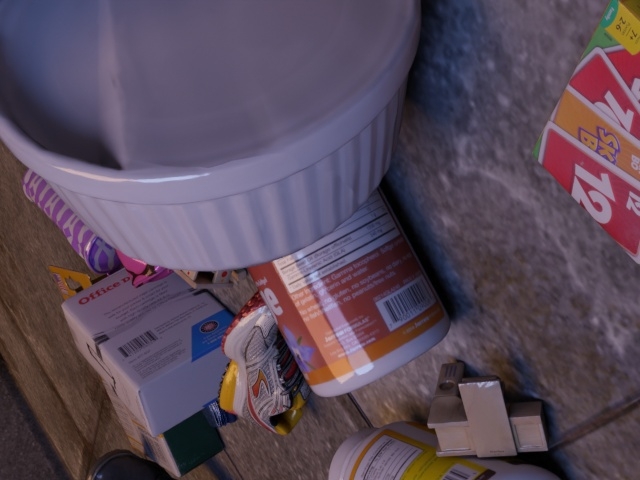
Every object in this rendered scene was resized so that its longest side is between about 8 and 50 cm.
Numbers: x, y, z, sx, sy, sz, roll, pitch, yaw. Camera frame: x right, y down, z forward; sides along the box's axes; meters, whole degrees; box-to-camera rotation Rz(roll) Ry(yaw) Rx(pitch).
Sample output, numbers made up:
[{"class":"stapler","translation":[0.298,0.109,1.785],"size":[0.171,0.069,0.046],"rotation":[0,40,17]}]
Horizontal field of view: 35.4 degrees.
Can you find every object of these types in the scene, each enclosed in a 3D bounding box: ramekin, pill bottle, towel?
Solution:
[{"class":"ramekin","translation":[-0.069,-0.101,0.650],"size":[0.273,0.273,0.127],"rotation":[44,160,33]},{"class":"pill bottle","translation":[0.000,0.000,0.769],"size":[0.216,0.121,0.121],"rotation":[62,154,0]},{"class":"pill bottle","translation":[0.095,0.214,0.806],"size":[0.215,0.117,0.117],"rotation":[7,121,60]},{"class":"towel","translation":[-0.158,0.196,1.353],"size":[0.119,0.029,0.067],"rotation":[64,155,-5]}]

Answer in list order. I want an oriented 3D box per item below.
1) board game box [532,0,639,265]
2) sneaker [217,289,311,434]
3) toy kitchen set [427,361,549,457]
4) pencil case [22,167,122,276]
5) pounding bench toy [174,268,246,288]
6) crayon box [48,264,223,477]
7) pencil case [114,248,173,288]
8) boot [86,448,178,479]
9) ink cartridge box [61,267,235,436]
[{"class":"board game box","translation":[0.216,0.004,0.483],"size":[0.259,0.039,0.124],"rotation":[48,152,21]},{"class":"sneaker","translation":[-0.043,0.120,1.031],"size":[0.092,0.088,0.225],"rotation":[29,144,16]},{"class":"toy kitchen set","translation":[0.125,0.111,0.753],"size":[0.083,0.075,0.068],"rotation":[-7,118,20]},{"class":"pencil case","translation":[-0.333,-0.037,1.379],"size":[0.206,0.086,0.088],"rotation":[41,133,37]},{"class":"pounding bench toy","translation":[-0.105,0.009,1.056],"size":[0.052,0.083,0.065],"rotation":[36,113,38]},{"class":"crayon box","translation":[-0.273,0.169,1.475],"size":[0.203,0.083,0.323],"rotation":[5,120,60]},{"class":"pencil case","translation":[-0.225,-0.051,1.172],"size":[0.098,0.095,0.209],"rotation":[-19,100,48]},{"class":"boot","translation":[-0.213,0.383,1.457],"size":[0.208,0.076,0.189],"rotation":[28,-177,32]},{"class":"ink cartridge box","translation":[-0.197,0.118,1.212],"size":[0.203,0.148,0.086],"rotation":[37,146,43]}]
